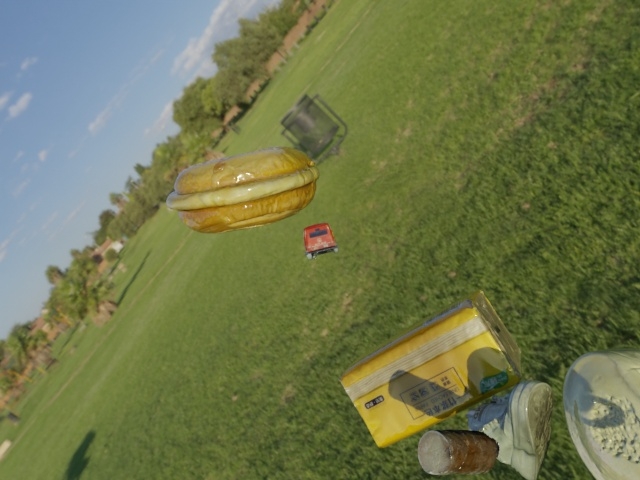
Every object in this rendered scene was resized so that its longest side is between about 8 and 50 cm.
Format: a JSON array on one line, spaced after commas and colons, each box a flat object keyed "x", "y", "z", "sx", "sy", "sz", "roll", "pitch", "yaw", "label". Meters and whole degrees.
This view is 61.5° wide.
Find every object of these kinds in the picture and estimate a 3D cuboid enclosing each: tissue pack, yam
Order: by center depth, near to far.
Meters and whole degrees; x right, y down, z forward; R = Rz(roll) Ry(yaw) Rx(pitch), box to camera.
[{"x": 0.244, "y": 0.372, "z": 0.945, "sx": 0.079, "sy": 0.141, "sz": 0.079, "roll": -26, "pitch": 56, "yaw": 46, "label": "yam"}, {"x": 0.284, "y": 0.314, "z": 1.344, "sx": 0.382, "sy": 0.228, "sz": 0.293, "roll": -33, "pitch": -9, "yaw": 18, "label": "tissue pack"}]

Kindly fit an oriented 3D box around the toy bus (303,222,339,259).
[{"x": 0.000, "y": 0.000, "z": 1.274, "sx": 0.079, "sy": 0.077, "sz": 0.174, "roll": -14, "pitch": -2, "yaw": 2, "label": "toy bus"}]

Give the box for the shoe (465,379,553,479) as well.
[{"x": 0.362, "y": 0.357, "z": 1.058, "sx": 0.159, "sy": 0.316, "sz": 0.124, "roll": 13, "pitch": 51, "yaw": 36, "label": "shoe"}]

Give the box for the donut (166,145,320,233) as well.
[{"x": -0.211, "y": -0.146, "z": 1.503, "sx": 0.449, "sy": 0.198, "sz": 0.449, "roll": -10, "pitch": 11, "yaw": 2, "label": "donut"}]

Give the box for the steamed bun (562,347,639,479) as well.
[{"x": 0.888, "y": 0.519, "z": 1.447, "sx": 0.290, "sy": 0.371, "sz": 0.456, "roll": -63, "pitch": 36, "yaw": 35, "label": "steamed bun"}]
